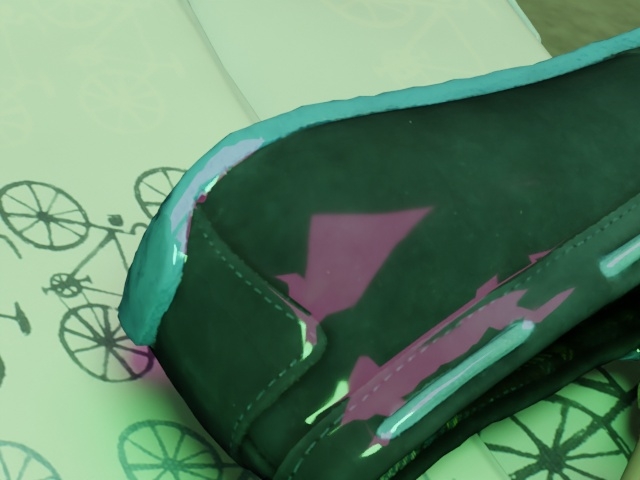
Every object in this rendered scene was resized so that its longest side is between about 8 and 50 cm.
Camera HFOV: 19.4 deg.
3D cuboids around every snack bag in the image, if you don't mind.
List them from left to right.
[{"bbox_3d":[0.000,0.000,0.647,0.343,0.037,0.323,-8,49,-31],"label":"snack bag"}]

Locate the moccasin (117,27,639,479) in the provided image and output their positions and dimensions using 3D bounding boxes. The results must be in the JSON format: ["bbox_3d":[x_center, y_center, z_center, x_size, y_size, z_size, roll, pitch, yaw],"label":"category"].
[{"bbox_3d":[0.104,0.011,0.581,0.342,0.137,0.117,-19,60,-28],"label":"moccasin"}]

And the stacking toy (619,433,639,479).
[{"bbox_3d":[0.308,0.178,0.393,0.480,0.351,0.350,57,42,-11],"label":"stacking toy"}]
